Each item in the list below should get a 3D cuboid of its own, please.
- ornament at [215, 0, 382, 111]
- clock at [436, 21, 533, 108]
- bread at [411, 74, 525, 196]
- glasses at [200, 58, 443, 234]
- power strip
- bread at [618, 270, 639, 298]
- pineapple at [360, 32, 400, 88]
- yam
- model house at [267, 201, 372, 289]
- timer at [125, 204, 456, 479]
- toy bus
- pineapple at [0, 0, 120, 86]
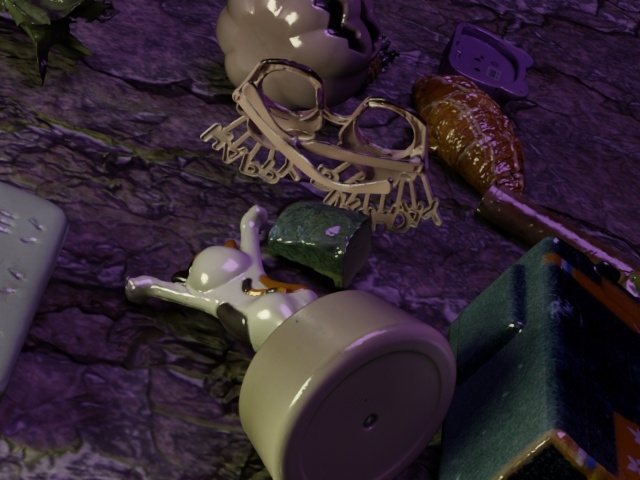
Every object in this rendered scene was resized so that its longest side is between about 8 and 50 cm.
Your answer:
[{"bbox_3d":[-0.019,-0.226,1.762,0.177,0.177,0.177,18,32,-12],"label":"ornament"},{"bbox_3d":[0.200,-0.203,1.999,0.110,0.050,0.152,24,32,-3],"label":"clock"},{"bbox_3d":[0.167,-0.131,1.849,0.105,0.076,0.233,5,36,-33],"label":"bread"},{"bbox_3d":[0.003,-0.071,1.579,0.255,0.162,0.095,25,52,4],"label":"glasses"},{"bbox_3d":[-0.316,0.027,1.285,0.194,0.059,0.265,21,33,-9],"label":"power strip"},{"bbox_3d":[0.366,0.141,1.580,0.098,0.087,0.269,4,38,-37],"label":"bread"},{"bbox_3d":[0.061,-0.215,1.914,0.058,0.058,0.124,34,32,13],"label":"pineapple"},{"bbox_3d":[0.285,0.019,1.739,0.264,0.046,0.046,32,32,11],"label":"yam"},{"bbox_3d":[0.000,0.000,1.563,0.083,0.066,0.078,15,40,17],"label":"model house"},{"bbox_3d":[-0.034,0.074,1.344,0.175,0.175,0.266,-4,33,-39],"label":"timer"},{"bbox_3d":[0.205,0.157,1.336,0.194,0.162,0.323,37,28,-15],"label":"toy bus"},{"bbox_3d":[-0.346,-0.271,1.659,0.277,0.119,0.130,34,-12,11],"label":"pineapple"}]
